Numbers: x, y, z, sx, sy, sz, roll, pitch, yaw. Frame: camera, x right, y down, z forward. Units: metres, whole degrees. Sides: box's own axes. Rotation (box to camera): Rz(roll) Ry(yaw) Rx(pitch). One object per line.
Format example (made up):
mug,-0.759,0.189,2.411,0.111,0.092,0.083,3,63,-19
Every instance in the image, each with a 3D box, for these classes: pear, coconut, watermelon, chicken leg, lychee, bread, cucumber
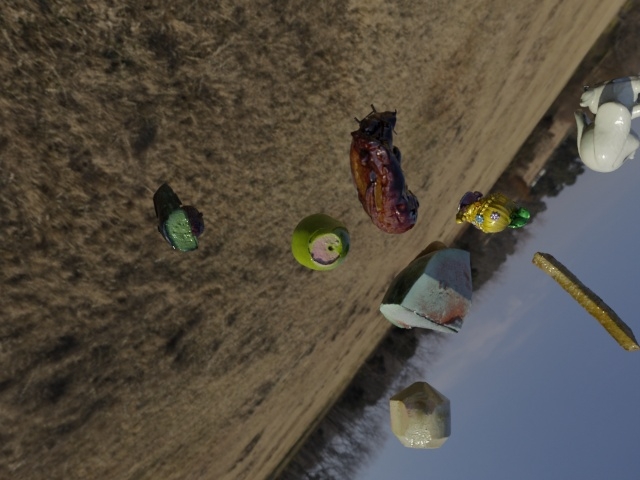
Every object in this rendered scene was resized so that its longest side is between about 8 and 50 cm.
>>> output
pear,0.000,0.000,1.482,0.188,0.187,0.220,-54,-169,6
coconut,0.359,0.623,1.709,0.241,0.241,0.241,-47,164,-18
watermelon,0.306,0.143,1.247,0.289,0.214,0.320,-37,155,-18
chicken leg,0.124,-0.090,0.854,0.407,0.095,0.158,31,56,-67
lychee,-0.463,-0.056,1.635,0.129,0.123,0.123,-30,157,-23
bread,0.426,0.140,1.818,0.246,0.195,0.176,-46,173,11
cucumber,-0.399,-0.064,1.268,0.085,0.193,0.115,-21,140,-14

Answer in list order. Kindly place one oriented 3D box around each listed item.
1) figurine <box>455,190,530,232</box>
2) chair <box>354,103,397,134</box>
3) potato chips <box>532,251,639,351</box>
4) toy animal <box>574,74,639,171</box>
figurine,0.394,-0.056,1.104,0.115,0.156,0.095,-37,136,-27
chair,0.240,-0.480,2.014,0.101,0.084,0.212,-37,154,16
potato chips,0.854,0.186,1.530,0.080,0.407,0.057,-24,155,-42
toy animal,0.903,-0.371,1.486,0.249,0.173,0.290,64,26,-71
